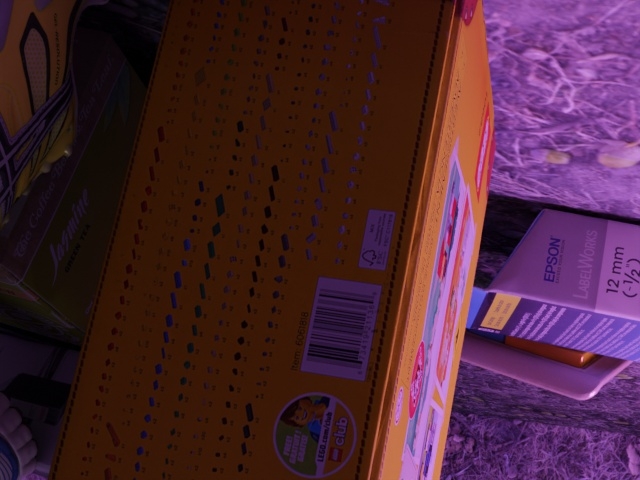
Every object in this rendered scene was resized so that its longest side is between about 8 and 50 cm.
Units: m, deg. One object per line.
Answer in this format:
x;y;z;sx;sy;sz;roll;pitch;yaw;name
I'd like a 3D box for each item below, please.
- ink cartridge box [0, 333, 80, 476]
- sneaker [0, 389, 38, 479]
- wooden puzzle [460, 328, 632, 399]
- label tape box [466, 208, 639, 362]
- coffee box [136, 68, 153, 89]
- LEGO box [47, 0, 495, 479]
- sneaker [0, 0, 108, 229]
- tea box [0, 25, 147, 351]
-0.214;0.185;1.039;0.273;0.114;0.197;6;158;40;ink cartridge box
-0.351;0.102;0.821;0.130;0.147;0.330;-4;123;40;sneaker
0.298;0.129;1.438;0.221;0.044;0.239;17;-160;28;wooden puzzle
0.293;0.053;1.242;0.348;0.115;0.249;13;167;7;label tape box
-0.120;-0.112;1.075;0.184;0.040;0.113;25;163;-40;coffee box
-0.008;0.077;0.788;0.193;0.499;0.372;8;165;13;LEGO box
-0.242;-0.052;0.732;0.147;0.384;0.145;16;-174;-45;sneaker
-0.318;-0.051;1.006;0.329;0.219;0.323;14;160;18;tea box
